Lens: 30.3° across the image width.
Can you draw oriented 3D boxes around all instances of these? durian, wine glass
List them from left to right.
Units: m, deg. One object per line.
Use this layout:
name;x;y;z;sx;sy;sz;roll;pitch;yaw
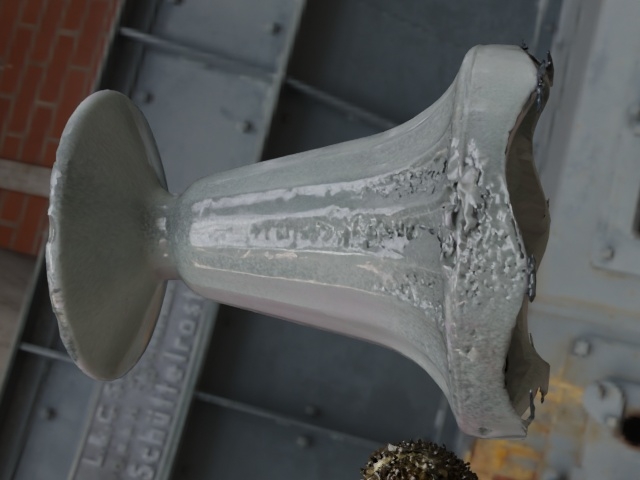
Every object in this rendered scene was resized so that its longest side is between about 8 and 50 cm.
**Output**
wine glass;0.000;0.000;0.503;0.165;0.197;0.164;0;-90;-75
durian;0.062;0.157;0.696;0.091;0.080;0.080;39;-120;-31
